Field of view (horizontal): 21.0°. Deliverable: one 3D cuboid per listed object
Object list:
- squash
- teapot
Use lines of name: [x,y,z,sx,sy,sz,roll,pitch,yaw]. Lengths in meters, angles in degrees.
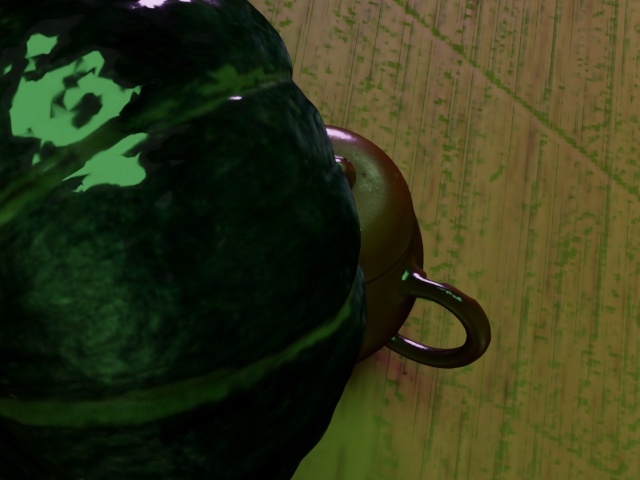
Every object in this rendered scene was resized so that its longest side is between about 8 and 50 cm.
squash: [-0.098,0.000,0.645,0.252,0.252,0.165,45,52,14]
teapot: [0.000,0.000,0.753,0.173,0.116,0.116,33,58,5]
